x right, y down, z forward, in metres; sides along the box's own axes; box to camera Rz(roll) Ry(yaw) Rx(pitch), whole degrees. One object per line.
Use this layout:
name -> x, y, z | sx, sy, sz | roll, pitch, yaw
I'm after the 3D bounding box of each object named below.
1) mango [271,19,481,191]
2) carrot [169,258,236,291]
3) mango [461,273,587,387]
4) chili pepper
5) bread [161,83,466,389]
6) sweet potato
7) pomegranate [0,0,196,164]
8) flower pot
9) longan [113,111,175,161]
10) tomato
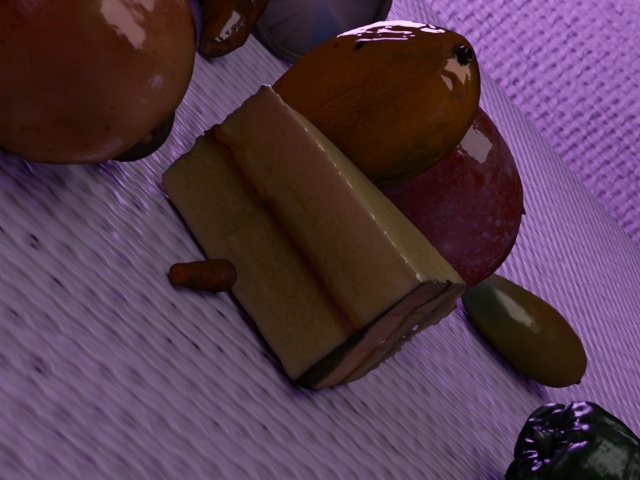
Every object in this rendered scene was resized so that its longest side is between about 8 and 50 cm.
mango -> 0.029, -0.127, 1.624 | 0.144, 0.359, 0.187 | 33, 63, -28
carrot -> -0.105, 0.031, 1.429 | 0.032, 0.032, 0.093 | 57, 20, 16
mango -> 0.283, 0.127, 2.188 | 0.237, 0.091, 0.137 | 30, 21, -40
chili pepper -> 0.360, 0.345, 1.768 | 0.385, 0.213, 0.167 | 43, 53, -18
bread -> -0.003, -0.003, 1.536 | 0.264, 0.168, 0.163 | 55, 15, 15
sweet potato -> -0.116, -0.345, 2.050 | 0.112, 0.112, 0.359 | 43, 19, -29
pomegranate -> -0.203, -0.157, 1.274 | 0.209, 0.209, 0.209 | 47, 17, -19
flower pot -> -0.023, -0.388, 2.264 | 0.212, 0.212, 0.202 | 39, 13, -38
longan -> -0.178, -0.124, 1.422 | 0.113, 0.092, 0.113 | 169, -90, -72
tomato -> 0.103, -0.057, 1.811 | 0.270, 0.227, 0.270 | 56, -15, 24
